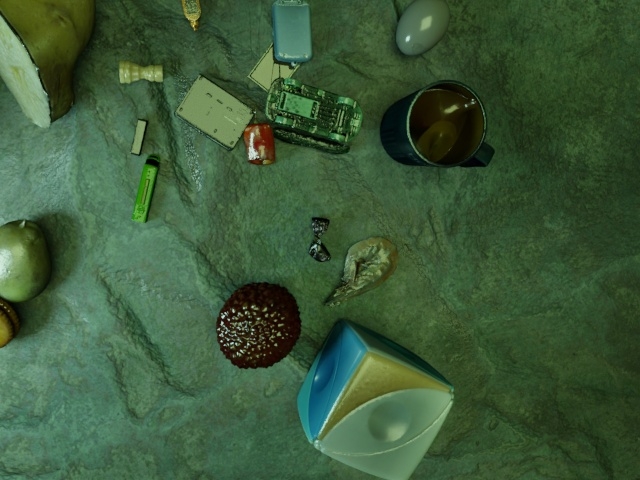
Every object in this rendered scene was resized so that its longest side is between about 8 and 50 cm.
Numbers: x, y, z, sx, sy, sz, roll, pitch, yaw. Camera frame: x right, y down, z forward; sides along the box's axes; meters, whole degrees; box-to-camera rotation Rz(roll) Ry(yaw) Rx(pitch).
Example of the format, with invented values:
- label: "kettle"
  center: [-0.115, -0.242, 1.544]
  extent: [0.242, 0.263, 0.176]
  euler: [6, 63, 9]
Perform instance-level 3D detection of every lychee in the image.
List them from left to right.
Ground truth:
- label: "lychee"
  center: [-0.182, 0.256, 1.606]
  extent: [0.264, 0.300, 0.264]
  euler: [11, 111, 30]

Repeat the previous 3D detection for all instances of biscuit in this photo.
- label: "biscuit"
  center: [-0.964, 0.217, 1.487]
  extent: [0.221, 0.066, 0.220]
  euler: [5, 124, 8]

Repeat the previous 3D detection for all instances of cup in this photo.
- label: "cup"
  center: [0.358, -0.344, 1.614]
  extent: [0.308, 0.292, 0.241]
  euler: [-3, 98, -12]

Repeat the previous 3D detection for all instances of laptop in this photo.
- label: "laptop"
  center: [-0.322, -0.389, 1.607]
  extent: [0.207, 0.026, 0.153]
  euler: [33, 89, -14]

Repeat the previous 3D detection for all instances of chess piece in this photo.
- label: "chess piece"
  center: [-0.524, -0.493, 1.538]
  extent: [0.122, 0.066, 0.066]
  euler: [-4, 98, -16]

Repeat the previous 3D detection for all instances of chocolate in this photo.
- label: "chocolate"
  center: [-0.003, -0.001, 1.703]
  extent: [0.072, 0.070, 0.147]
  euler: [3, 97, 16]

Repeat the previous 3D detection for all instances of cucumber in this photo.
- label: "cucumber"
  center: [-0.028, -0.312, 1.668]
  extent: [0.257, 0.043, 0.043]
  euler: [12, 100, -13]

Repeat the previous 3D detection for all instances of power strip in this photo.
- label: "power strip"
  center: [-0.541, -0.308, 1.568]
  extent: [0.030, 0.038, 0.111]
  euler: [14, 93, -11]
- label: "power strip"
  center: [-0.385, -0.711, 1.553]
  extent: [0.049, 0.028, 0.178]
  euler: [-11, 99, -10]

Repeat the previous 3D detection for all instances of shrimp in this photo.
- label: "shrimp"
  center: [0.124, 0.104, 1.744]
  extent: [0.317, 0.062, 0.164]
  euler: [-36, 98, -9]

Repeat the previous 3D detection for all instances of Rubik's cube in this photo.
- label: "Rubik's cube"
  center: [0.158, 0.489, 1.648]
  extent: [0.348, 0.351, 0.352]
  euler: [29, 88, -14]

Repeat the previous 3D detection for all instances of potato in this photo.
- label: "potato"
  center: [-0.860, 0.052, 1.492]
  extent: [0.175, 0.159, 0.251]
  euler: [2, 114, -38]
- label: "potato"
  center: [-0.713, -0.546, 1.413]
  extent: [0.296, 0.290, 0.396]
  euler: [-42, 125, -32]

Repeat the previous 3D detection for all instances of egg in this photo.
- label: "egg"
  center: [0.318, -0.670, 1.638]
  extent: [0.146, 0.146, 0.198]
  euler: [41, 96, -13]

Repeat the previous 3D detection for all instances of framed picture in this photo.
- label: "framed picture"
  center: [-0.141, -0.534, 1.633]
  extent: [0.109, 0.011, 0.149]
  euler: [37, 89, -13]

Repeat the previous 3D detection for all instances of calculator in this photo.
- label: "calculator"
  center: [-0.086, -0.639, 1.610]
  extent: [0.121, 0.039, 0.210]
  euler: [-5, 95, -13]

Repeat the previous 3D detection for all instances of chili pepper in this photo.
- label: "chili pepper"
  center: [-0.190, -0.326, 1.615]
  extent: [0.086, 0.084, 0.191]
  euler: [-15, 105, -43]

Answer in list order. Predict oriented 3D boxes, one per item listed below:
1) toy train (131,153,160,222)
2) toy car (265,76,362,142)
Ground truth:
- label: "toy train"
  center: [-0.526, -0.159, 1.587]
  extent: [0.044, 0.042, 0.209]
  euler: [13, 95, -13]
- label: "toy car"
  center: [-0.026, -0.396, 1.617]
  extent: [0.306, 0.125, 0.136]
  euler: [11, 96, -22]
